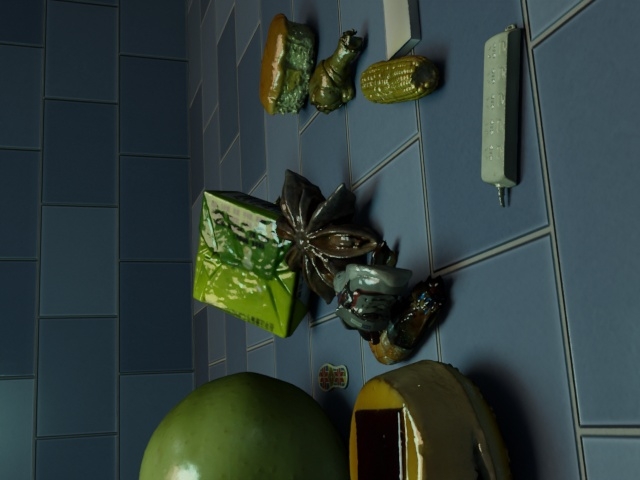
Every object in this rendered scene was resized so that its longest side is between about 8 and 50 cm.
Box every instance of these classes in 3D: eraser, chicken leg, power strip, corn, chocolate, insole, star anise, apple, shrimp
[{"bbox_3d":[0.145,-0.411,1.391,0.104,0.023,0.151,148,121,-67],"label":"eraser"},{"bbox_3d":[0.036,-0.350,1.631,0.228,0.088,0.103,133,145,-54],"label":"chicken leg"},{"bbox_3d":[0.251,-0.172,1.062,0.060,0.027,0.253,-177,89,-71],"label":"power strip"},{"bbox_3d":[0.132,-0.280,1.339,0.238,0.080,0.080,-161,73,-71],"label":"corn"},{"bbox_3d":[-0.150,0.043,1.856,0.300,0.137,0.289,21,114,27],"label":"chocolate"},{"bbox_3d":[0.026,0.308,1.721,0.193,0.006,0.065,152,117,-69],"label":"insole"},{"bbox_3d":[-0.001,-0.018,1.580,0.315,0.108,0.316,26,122,50],"label":"star anise"},{"bbox_3d":[-0.161,0.501,1.618,0.473,0.473,0.474,-179,90,-71],"label":"apple"},{"bbox_3d":[0.138,0.088,1.338,0.290,0.054,0.222,126,143,-58],"label":"shrimp"}]

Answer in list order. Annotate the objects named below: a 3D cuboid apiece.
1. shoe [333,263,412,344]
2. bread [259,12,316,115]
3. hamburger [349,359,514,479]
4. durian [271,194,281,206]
[{"bbox_3d":[0.077,0.107,1.267,0.227,0.099,0.126,142,136,-72],"label":"shoe"},{"bbox_3d":[-0.088,-0.439,1.925,0.174,0.121,0.246,-119,33,-54],"label":"bread"},{"bbox_3d":[0.155,0.318,1.085,0.300,0.176,0.301,-179,90,-73],"label":"hamburger"},{"bbox_3d":[-0.174,0.034,2.107,0.394,0.163,0.198,110,156,-57],"label":"durian"}]
